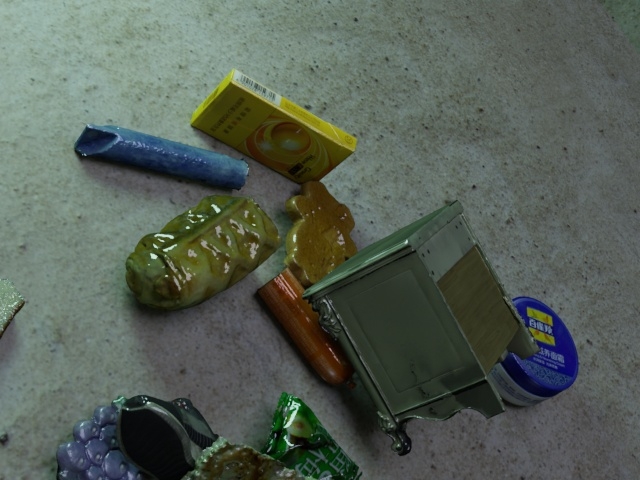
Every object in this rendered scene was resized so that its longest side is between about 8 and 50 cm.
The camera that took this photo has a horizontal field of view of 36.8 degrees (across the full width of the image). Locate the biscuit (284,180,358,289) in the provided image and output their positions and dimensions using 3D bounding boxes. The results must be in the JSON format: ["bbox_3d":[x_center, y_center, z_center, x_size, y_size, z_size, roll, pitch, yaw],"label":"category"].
[{"bbox_3d":[-0.002,0.001,1.762,0.184,0.035,0.249,40,39,-29],"label":"biscuit"}]

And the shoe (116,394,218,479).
[{"bbox_3d":[-0.207,0.276,1.364,0.227,0.099,0.112,58,18,-35],"label":"shoe"}]

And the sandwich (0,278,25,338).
[{"bbox_3d":[-0.471,0.085,1.333,0.105,0.036,0.093,34,47,-17],"label":"sandwich"}]

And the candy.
[{"bbox_3d":[-0.021,0.349,1.513,0.203,0.078,0.141,53,53,-16],"label":"candy"}]

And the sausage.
[{"bbox_3d":[-0.014,0.159,1.643,0.234,0.071,0.071,54,43,1],"label":"sausage"}]

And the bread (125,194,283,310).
[{"bbox_3d":[-0.193,0.022,1.539,0.152,0.130,0.268,21,37,26],"label":"bread"}]

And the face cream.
[{"bbox_3d":[0.406,0.224,1.922,0.206,0.111,0.206,22,50,-29],"label":"face cream"}]

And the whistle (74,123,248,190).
[{"bbox_3d":[-0.265,-0.145,1.636,0.304,0.062,0.062,12,56,-34],"label":"whistle"}]

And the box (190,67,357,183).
[{"bbox_3d":[-0.085,-0.198,1.755,0.269,0.152,0.043,27,52,-23],"label":"box"}]

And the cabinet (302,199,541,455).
[{"bbox_3d":[0.181,0.144,1.650,0.318,0.227,0.290,60,28,-2],"label":"cabinet"}]

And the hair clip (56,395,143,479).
[{"bbox_3d":[-0.295,0.294,1.346,0.195,0.052,0.124,-36,105,-54],"label":"hair clip"}]

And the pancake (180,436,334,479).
[{"bbox_3d":[-0.136,0.369,1.333,0.377,0.054,0.197,-10,109,-37],"label":"pancake"}]
